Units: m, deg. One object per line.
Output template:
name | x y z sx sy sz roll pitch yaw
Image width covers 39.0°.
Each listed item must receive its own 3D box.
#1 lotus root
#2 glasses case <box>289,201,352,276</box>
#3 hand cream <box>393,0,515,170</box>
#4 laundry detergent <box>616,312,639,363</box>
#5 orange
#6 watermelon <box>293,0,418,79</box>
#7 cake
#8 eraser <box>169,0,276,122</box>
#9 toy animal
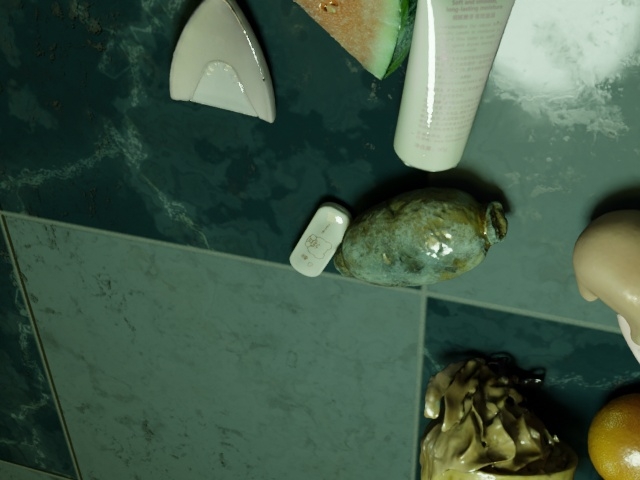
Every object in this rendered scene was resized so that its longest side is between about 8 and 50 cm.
lotus root | 0.161 0.001 1.655 0.349 0.175 0.175 -17 119 31
glasses case | 0.000 0.000 1.794 0.074 0.049 0.193 30 133 -3
hand cream | 0.204 -0.276 1.443 0.185 0.118 0.359 -7 133 -20
laundry detergent | 0.678 0.230 1.669 0.159 0.088 0.335 -18 118 36
orange | 0.624 0.394 1.751 0.206 0.206 0.206 11 130 14
watermelon | 0.044 -0.401 1.422 0.256 0.140 0.193 31 137 10
cake | 0.359 0.400 1.828 0.332 0.332 0.321 4 97 20
eraser | -0.169 -0.332 1.595 0.204 0.059 0.243 16 134 11
toy animal | 0.572 0.053 1.467 0.326 0.237 0.269 37 144 27
